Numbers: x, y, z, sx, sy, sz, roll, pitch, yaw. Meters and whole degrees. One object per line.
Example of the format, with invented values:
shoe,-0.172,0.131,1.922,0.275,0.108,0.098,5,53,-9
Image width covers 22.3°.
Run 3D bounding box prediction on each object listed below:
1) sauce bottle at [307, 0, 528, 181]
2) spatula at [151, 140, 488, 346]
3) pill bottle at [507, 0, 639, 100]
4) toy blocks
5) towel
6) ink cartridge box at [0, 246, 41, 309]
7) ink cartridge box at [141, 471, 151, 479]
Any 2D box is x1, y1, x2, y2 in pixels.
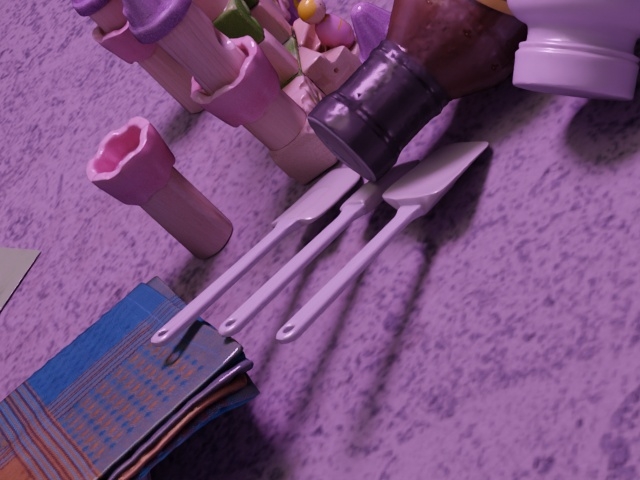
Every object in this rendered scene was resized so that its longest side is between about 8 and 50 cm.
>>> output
sauce bottle,0.132,-0.187,1.176,0.344,0.111,0.111,-48,32,-6
spatula,0.000,0.000,1.136,0.168,0.019,0.242,-3,29,43
pill bottle,0.180,-0.186,1.076,0.108,0.108,0.180,12,95,53
toy blocks,-0.079,-0.210,1.306,0.309,0.260,0.288,-34,33,18
towel,-0.219,0.178,1.156,0.370,0.040,0.271,-41,21,-7
ink cartridge box,-0.387,0.056,1.553,0.235,0.056,0.171,1,53,52
ink cartridge box,-0.179,0.199,1.182,0.145,0.045,0.179,-28,18,27
